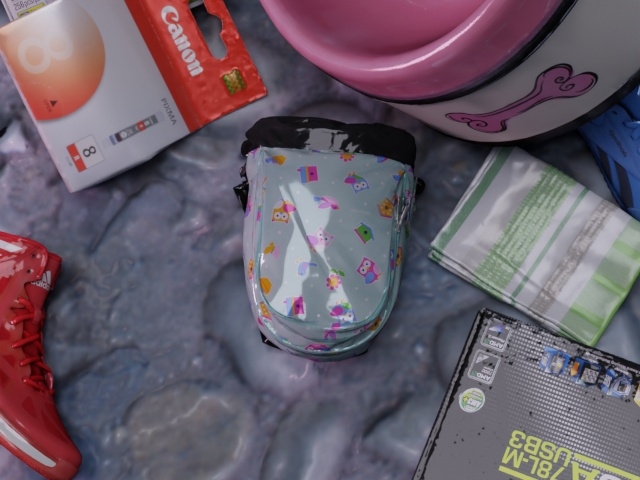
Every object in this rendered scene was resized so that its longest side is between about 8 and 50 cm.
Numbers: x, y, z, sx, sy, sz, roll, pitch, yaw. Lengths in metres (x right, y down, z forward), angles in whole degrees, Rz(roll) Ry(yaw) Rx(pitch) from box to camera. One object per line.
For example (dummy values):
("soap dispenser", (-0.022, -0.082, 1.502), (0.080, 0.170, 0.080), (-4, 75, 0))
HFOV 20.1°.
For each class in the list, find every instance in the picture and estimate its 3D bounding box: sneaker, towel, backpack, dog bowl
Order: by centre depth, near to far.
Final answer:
("dog bowl", (0.098, -0.277, 1.307), (0.408, 0.150, 0.408), (-2, 87, 46))
("backpack", (0.000, 0.000, 1.372), (0.152, 0.115, 0.182), (4, 76, 4))
("sneaker", (-0.231, 0.074, 1.387), (0.128, 0.087, 0.221), (-43, 75, -7))
("sneaker", (0.245, -0.082, 1.391), (0.069, 0.082, 0.209), (-31, 74, -6))
("towel", (0.173, 0.002, 1.394), (0.152, 0.023, 0.113), (32, 87, 14))

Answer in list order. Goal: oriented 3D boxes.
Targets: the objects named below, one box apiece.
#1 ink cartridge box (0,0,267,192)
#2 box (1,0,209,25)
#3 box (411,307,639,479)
("ink cartridge box", (-0.151, -0.139, 1.439), (0.179, 0.045, 0.145), (-26, 97, 0))
("box", (-0.161, -0.228, 1.469), (0.207, 0.036, 0.114), (-23, 107, -2))
("box", (0.174, 0.168, 1.339), (0.190, 0.045, 0.184), (21, 74, 12))
